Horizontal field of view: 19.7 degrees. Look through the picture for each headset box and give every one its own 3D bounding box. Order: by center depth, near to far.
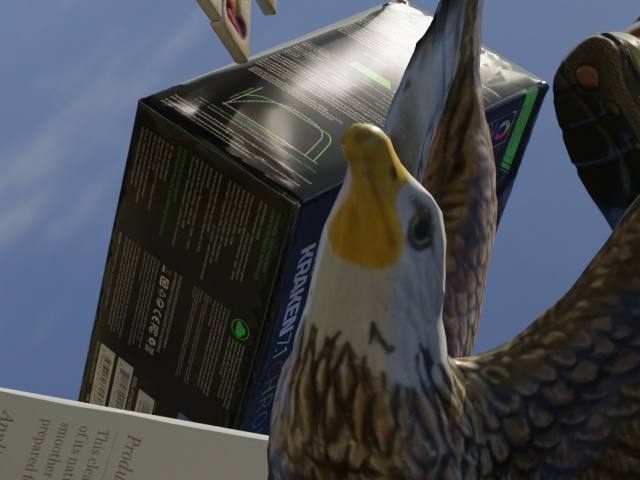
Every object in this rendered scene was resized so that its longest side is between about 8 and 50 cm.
[{"bbox_3d":[0.000,0.000,1.199,0.131,0.246,0.283,34,-143,24],"label":"headset box"}]

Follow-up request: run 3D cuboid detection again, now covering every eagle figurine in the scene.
[{"bbox_3d":[0.039,0.044,0.509,0.298,0.226,0.225,-38,169,-35],"label":"eagle figurine"}]

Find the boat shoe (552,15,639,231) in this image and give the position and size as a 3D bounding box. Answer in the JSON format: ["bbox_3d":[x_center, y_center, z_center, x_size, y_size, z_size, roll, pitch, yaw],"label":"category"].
[{"bbox_3d":[0.242,0.012,1.038,0.120,0.324,0.122,-31,-154,-16],"label":"boat shoe"}]

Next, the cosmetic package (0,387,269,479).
[{"bbox_3d":[0.002,0.208,0.752,0.385,0.156,0.217,12,-122,6],"label":"cosmetic package"}]

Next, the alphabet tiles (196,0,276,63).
[{"bbox_3d":[-0.066,-0.272,1.003,0.011,0.342,0.285,-3,-109,12],"label":"alphabet tiles"}]
